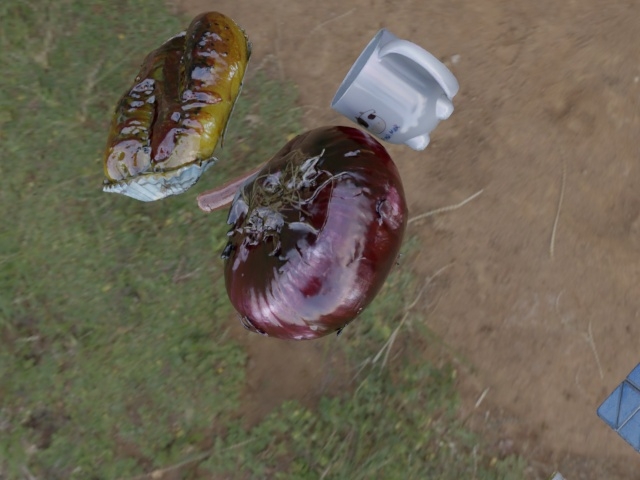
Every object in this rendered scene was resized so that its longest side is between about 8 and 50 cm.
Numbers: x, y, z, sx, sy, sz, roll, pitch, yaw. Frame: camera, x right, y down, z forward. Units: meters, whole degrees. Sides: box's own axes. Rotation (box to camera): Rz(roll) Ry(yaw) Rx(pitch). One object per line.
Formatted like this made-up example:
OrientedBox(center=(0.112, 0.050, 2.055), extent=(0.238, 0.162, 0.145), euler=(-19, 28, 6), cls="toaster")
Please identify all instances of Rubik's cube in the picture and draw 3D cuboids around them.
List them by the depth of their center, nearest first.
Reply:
OrientedBox(center=(0.437, 0.208, 1.443), extent=(0.211, 0.178, 0.190), euler=(2, 118, 20), cls="Rubik's cube")

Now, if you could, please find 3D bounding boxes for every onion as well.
OrientedBox(center=(0.000, 0.000, 1.595), extent=(0.232, 0.314, 0.314), euler=(32, 113, -29), cls="onion")

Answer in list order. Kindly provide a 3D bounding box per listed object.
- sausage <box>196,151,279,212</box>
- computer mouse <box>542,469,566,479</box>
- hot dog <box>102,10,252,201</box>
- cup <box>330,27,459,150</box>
OrientedBox(center=(-0.119, -0.087, 1.808), extent=(0.158, 0.042, 0.036), euler=(-28, 54, 9), cls="sausage")
OrientedBox(center=(0.277, 0.427, 1.579), extent=(0.056, 0.126, 0.245), euler=(16, 84, 13), cls="computer mouse")
OrientedBox(center=(-0.171, -0.159, 1.358), extent=(0.162, 0.270, 0.082), euler=(-10, 139, 30), cls="hot dog")
OrientedBox(center=(0.119, -0.216, 1.628), extent=(0.142, 0.134, 0.173), euler=(33, 127, -8), cls="cup")
